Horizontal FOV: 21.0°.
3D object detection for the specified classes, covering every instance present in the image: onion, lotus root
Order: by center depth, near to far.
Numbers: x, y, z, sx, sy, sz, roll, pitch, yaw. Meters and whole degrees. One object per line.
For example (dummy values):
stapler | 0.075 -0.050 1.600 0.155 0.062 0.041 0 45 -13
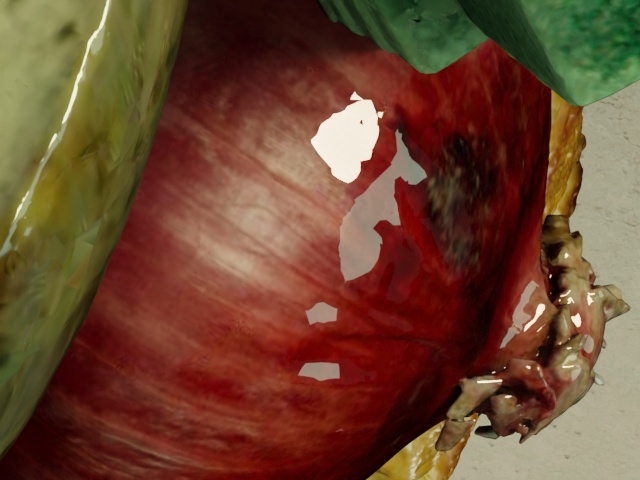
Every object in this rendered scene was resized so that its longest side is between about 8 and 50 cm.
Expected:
lotus root | -0.128 0.003 0.505 0.210 0.142 0.314 8 104 -80
onion | 0.000 0.000 0.735 0.347 0.285 0.347 -63 180 0

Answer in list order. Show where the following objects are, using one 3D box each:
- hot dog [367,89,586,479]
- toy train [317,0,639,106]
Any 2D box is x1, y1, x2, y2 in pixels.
hot dog | 0.069 0.044 1.395 0.367 0.196 0.365 74 36 -63
toy train | 0.017 -0.170 0.445 0.138 0.178 0.330 -35 122 -1
